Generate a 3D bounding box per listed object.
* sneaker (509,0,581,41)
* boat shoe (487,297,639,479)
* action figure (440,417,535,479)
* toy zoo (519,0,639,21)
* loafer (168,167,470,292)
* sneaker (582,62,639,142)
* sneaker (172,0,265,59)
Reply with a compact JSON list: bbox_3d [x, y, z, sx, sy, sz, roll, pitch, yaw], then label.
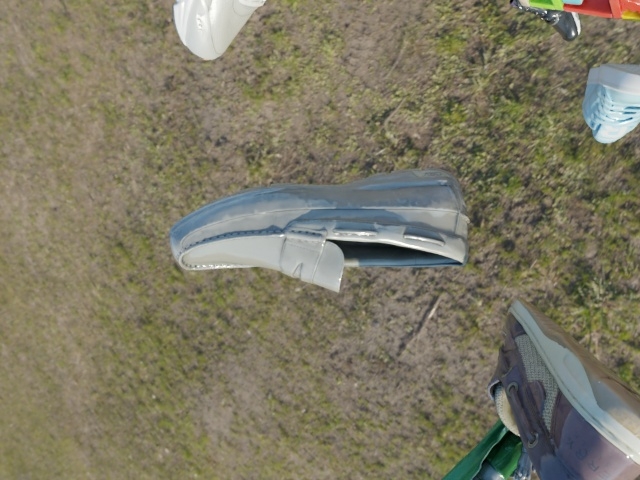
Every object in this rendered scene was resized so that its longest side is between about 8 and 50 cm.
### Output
[{"bbox_3d":[0.563,-0.626,1.520,0.124,0.107,0.283,-34,102,11],"label":"sneaker"},{"bbox_3d":[0.185,0.121,0.482,0.103,0.285,0.092,42,98,1],"label":"boat shoe"},{"bbox_3d":[0.186,0.215,0.588,0.063,0.232,0.137,39,167,28],"label":"action figure"},{"bbox_3d":[0.403,-0.356,0.803,0.293,0.192,0.030,23,99,30],"label":"toy zoo"},{"bbox_3d":[0.000,0.000,0.617,0.112,0.320,0.111,77,-176,-70],"label":"loafer"},{"bbox_3d":[0.583,-0.258,1.114,0.135,0.366,0.150,7,105,18],"label":"sneaker"},{"bbox_3d":[-0.031,-0.257,0.502,0.121,0.099,0.262,35,118,-2],"label":"sneaker"}]
